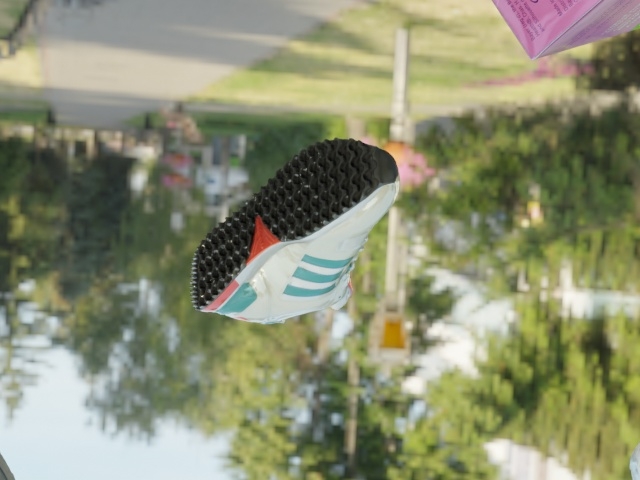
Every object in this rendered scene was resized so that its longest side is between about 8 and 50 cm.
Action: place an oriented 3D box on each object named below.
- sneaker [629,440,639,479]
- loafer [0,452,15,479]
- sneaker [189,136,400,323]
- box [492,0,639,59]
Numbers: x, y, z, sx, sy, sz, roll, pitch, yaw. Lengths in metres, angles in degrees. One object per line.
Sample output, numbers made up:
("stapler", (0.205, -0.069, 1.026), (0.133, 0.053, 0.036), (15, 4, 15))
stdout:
("sneaker", (0.349, 0.188, 1.005), (0.292, 0.110, 0.118), (22, 162, 4))
("loafer", (-0.334, 0.112, 0.982), (0.319, 0.112, 0.111), (40, -177, -19))
("sneaker", (0.000, 0.000, 0.818), (0.075, 0.057, 0.161), (22, 138, -35))
("box", (0.201, -0.271, 1.109), (0.243, 0.213, 0.117), (-22, 166, -46))
